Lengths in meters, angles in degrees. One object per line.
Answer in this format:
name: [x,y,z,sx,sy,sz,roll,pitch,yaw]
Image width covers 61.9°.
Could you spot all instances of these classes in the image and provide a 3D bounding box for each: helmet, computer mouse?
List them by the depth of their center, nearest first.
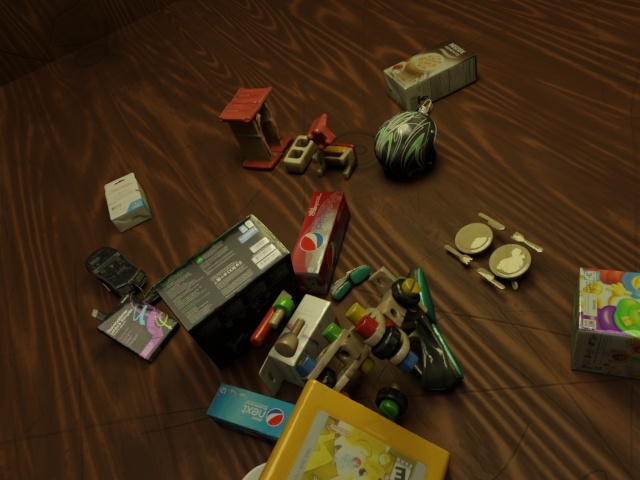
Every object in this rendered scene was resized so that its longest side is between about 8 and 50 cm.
computer mouse: [-0.540,0.131,1.404,0.262,0.060,0.184,25,56,21]
helmet: [0.226,-0.260,1.421,0.170,0.161,0.169,-9,48,10]

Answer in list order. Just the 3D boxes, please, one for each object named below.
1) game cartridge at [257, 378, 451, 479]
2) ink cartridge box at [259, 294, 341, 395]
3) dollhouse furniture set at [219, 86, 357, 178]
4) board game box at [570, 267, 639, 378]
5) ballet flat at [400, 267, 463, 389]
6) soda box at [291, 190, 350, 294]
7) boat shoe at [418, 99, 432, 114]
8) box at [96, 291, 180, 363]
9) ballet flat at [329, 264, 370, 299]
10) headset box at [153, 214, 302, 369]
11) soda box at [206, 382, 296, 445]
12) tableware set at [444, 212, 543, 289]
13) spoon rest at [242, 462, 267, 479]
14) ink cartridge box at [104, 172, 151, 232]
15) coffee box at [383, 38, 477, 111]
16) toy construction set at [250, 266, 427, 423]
game cartridge: [0.036,0.431,0.861,0.285,0.052,0.323,27,56,3]
ink cartridge box: [-0.038,0.227,1.111,0.067,0.115,0.198,16,58,29]
dollhouse furniture set: [-0.079,-0.316,1.546,0.374,0.201,0.152,9,53,26]
board game box: [0.601,0.156,0.943,0.276,0.144,0.142,5,51,22]
ballet flat: [0.201,0.177,1.096,0.096,0.095,0.280,-24,46,13]
soda box: [0.000,0.000,1.314,0.084,0.092,0.263,1,50,21]
boat shoe: [0.304,-0.384,1.592,0.035,0.035,0.100,24,60,33]
box: [-0.440,0.208,1.289,0.162,0.029,0.116,26,61,15]
ballet flat: [0.065,0.092,1.250,0.114,0.041,0.041,-38,49,-17]
headset box: [-0.180,0.123,1.148,0.246,0.283,0.131,-38,65,-15]
soda box: [-0.114,0.353,1.057,0.210,0.067,0.071,8,54,25]
tableware set: [0.388,0.027,1.201,0.128,0.039,0.194,-43,44,-4]
spoon rest: [-0.067,0.505,0.897,0.137,0.084,0.276,-23,48,-3]
ink cartridge box: [-0.593,-0.120,1.637,0.104,0.061,0.181,-26,47,-6]
coffee box: [0.339,-0.509,1.648,0.247,0.098,0.141,-27,47,-6]
toy construction set: [0.057,0.157,1.015,0.309,0.257,0.237,21,42,10]
